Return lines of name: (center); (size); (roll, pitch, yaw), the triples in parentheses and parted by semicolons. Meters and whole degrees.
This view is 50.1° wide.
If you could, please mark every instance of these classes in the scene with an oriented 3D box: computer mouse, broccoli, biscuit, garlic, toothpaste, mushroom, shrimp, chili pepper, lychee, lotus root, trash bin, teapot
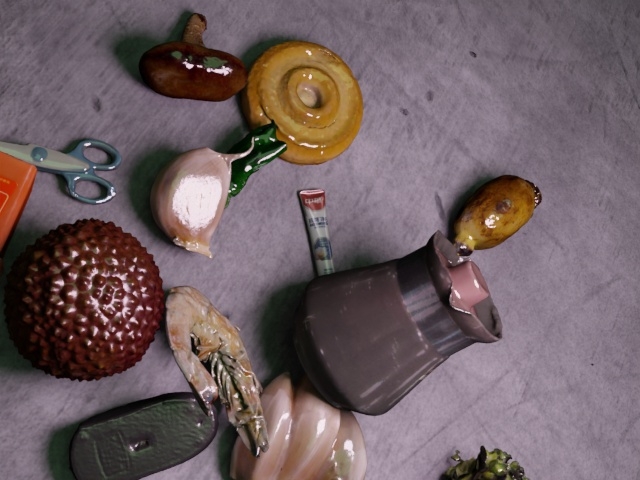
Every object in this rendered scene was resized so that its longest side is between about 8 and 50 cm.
computer mouse: (-0.324, 0.362, 1.261); (0.270, 0.086, 0.137); (-17, 90, -19)
broccoli: (0.292, 0.586, 1.431); (0.281, 0.347, 0.293); (19, 24, 11)
biscuit: (-0.034, -0.318, 1.562); (0.297, 0.102, 0.296); (5, 77, -23)
garlic: (-0.252, -0.117, 1.375); (0.148, 0.128, 0.266); (23, 95, -42)
toothpaste: (0.000, 0.000, 1.533); (0.062, 0.039, 0.239); (-6, 78, -19)
mushroom: (-0.282, -0.407, 1.468); (0.227, 0.148, 0.217); (6, 56, -33)
shrimp: (-0.195, 0.241, 1.276); (0.085, 0.247, 0.360); (-31, 74, 13)
chili pepper: (-0.163, -0.165, 1.445); (0.098, 0.061, 0.224); (42, 88, 22)
lychee: (-0.409, 0.103, 1.190); (0.276, 0.304, 0.275); (-3, 51, 4)
lotus root: (0.420, -0.065, 1.672); (0.314, 0.169, 0.141); (-36, 80, -27)
trash bin: (-0.601, -0.032, 1.194); (0.161, 0.184, 0.238); (25, 57, -18)
teapot: (0.169, 0.151, 1.383); (0.305, 0.362, 0.376); (61, 22, 1)
garlic: (-0.029, 0.423, 1.365); (0.279, 0.132, 0.325); (40, 69, -18)

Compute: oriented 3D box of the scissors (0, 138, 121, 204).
scissors: (-0.533, -0.157, 1.317); (0.289, 0.041, 0.138); (14, 71, -26)
